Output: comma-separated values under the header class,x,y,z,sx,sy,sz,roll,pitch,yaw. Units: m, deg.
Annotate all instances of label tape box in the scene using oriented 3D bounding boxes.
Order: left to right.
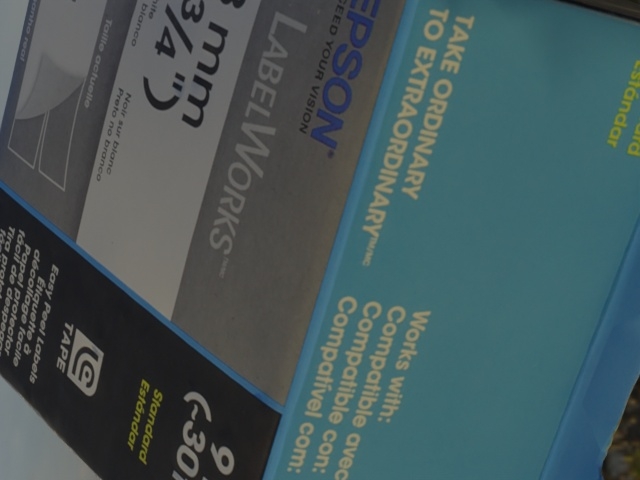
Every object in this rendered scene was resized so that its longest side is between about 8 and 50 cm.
class,x,y,z,sx,sy,sz,roll,pitch,yaw
label tape box,0.000,0.000,0.480,0.333,0.106,0.241,33,113,42
